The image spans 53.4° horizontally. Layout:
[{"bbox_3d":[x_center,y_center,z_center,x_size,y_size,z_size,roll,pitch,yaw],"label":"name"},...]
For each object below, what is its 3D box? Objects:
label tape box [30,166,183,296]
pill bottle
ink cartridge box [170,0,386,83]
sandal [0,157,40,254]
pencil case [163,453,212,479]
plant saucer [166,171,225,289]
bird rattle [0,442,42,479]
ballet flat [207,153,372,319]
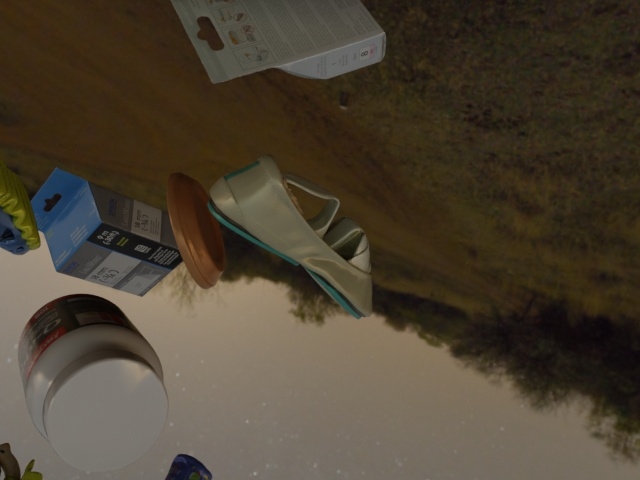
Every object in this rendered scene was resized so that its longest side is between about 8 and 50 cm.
[{"bbox_3d":[-0.501,-0.004,1.470,0.333,0.106,0.240,23,136,-35],"label":"label tape box"},{"bbox_3d":[-0.383,0.224,1.066,0.210,0.210,0.363,18,179,-29],"label":"pill bottle"},{"bbox_3d":[-0.057,-0.282,0.847,0.232,0.189,0.066,-23,149,-9],"label":"ink cartridge box"},{"bbox_3d":[-0.560,-0.061,1.041,0.138,0.126,0.317,-21,157,-12],"label":"sandal"},{"bbox_3d":[-0.413,0.706,1.650,0.119,0.306,0.133,48,142,-13],"label":"pencil case"},{"bbox_3d":[-0.200,-0.019,1.053,0.037,0.200,0.200,-15,174,4],"label":"plant saucer"},{"bbox_3d":[-0.769,0.564,1.435,0.253,0.143,0.207,-10,-130,-35],"label":"bird rattle"},{"bbox_3d":[0.000,0.000,0.599,0.086,0.086,0.248,13,163,39],"label":"ballet flat"}]
